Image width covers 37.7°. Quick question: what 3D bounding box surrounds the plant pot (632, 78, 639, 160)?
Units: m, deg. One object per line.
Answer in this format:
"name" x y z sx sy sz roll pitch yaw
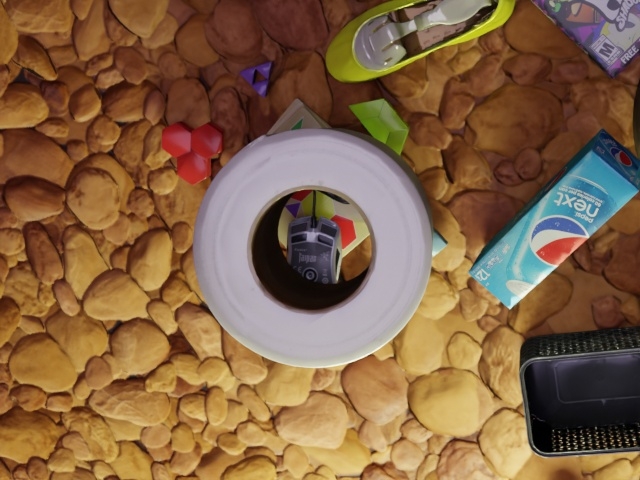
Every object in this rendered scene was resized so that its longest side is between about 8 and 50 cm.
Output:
"plant pot" 0.480 -0.106 0.889 0.323 0.280 0.323 3 103 11

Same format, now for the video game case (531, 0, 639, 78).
"video game case" 0.323 -0.328 0.999 0.210 0.042 0.232 45 107 2

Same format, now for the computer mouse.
"computer mouse" -0.010 0.007 1.121 0.105 0.042 0.193 6 98 7

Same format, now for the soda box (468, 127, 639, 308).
"soda box" 0.258 -0.021 1.033 0.067 0.071 0.210 41 126 2

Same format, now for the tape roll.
"tape roll" 0.000 0.000 1.011 0.246 0.169 0.246 1 98 7

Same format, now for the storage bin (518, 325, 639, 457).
"storage bin" 0.326 0.174 1.084 0.180 0.084 0.122 -7 100 15

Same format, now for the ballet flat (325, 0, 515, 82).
"ballet flat" 0.105 -0.239 1.050 0.230 0.077 0.077 -18 98 16

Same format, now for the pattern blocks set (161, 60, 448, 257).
"pattern blocks set" -0.013 -0.064 1.140 0.285 0.026 0.325 -32 93 17
